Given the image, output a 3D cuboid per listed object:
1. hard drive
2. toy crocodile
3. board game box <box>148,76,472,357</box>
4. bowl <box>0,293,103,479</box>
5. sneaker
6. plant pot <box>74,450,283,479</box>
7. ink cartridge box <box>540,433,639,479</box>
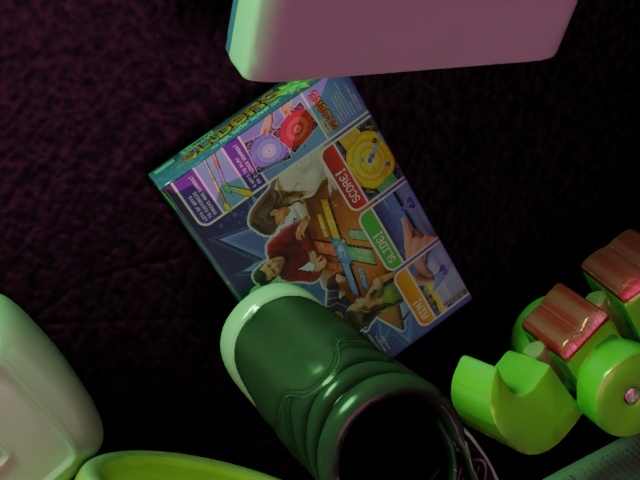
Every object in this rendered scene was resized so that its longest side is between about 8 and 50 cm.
[{"bbox_3d":[0.079,-0.226,0.485,0.210,0.040,0.319,-9,136,-27],"label":"hard drive"},{"bbox_3d":[0.240,0.034,0.735,0.340,0.115,0.105,-36,118,-6],"label":"toy crocodile"},{"bbox_3d":[0.000,0.000,0.667,0.136,0.035,0.201,-35,118,-7],"label":"board game box"},{"bbox_3d":[-0.209,0.117,0.608,0.142,0.053,0.142,-37,117,-13],"label":"bowl"},{"bbox_3d":[0.059,0.156,0.649,0.104,0.147,0.296,-44,123,-4],"label":"sneaker"},{"bbox_3d":[-0.091,0.266,0.612,0.254,0.254,0.239,14,91,-26],"label":"plant pot"},{"bbox_3d":[0.249,0.273,0.709,0.330,0.324,0.071,-23,117,-13],"label":"ink cartridge box"}]
